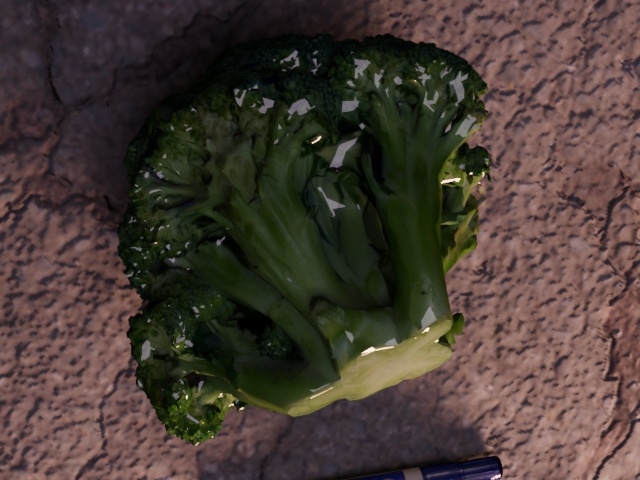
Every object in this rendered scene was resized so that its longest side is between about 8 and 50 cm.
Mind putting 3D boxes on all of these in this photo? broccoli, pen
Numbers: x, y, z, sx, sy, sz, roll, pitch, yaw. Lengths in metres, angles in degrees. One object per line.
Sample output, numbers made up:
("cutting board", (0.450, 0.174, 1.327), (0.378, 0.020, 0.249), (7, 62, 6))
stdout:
("broccoli", (0.000, 0.000, 1.134), (0.265, 0.245, 0.294), (16, 129, -37))
("pen", (0.034, 0.183, 1.311), (0.204, 0.025, 0.025), (-9, 110, -11))
